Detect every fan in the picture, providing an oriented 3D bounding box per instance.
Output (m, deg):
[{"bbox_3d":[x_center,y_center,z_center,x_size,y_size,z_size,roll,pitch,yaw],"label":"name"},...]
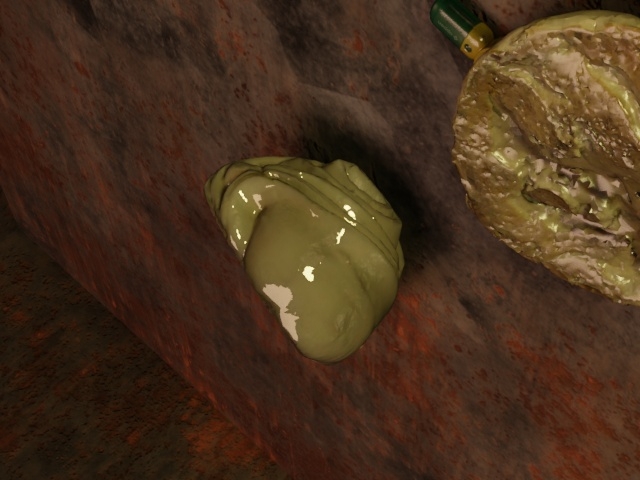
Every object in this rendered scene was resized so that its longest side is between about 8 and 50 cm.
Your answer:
[{"bbox_3d":[0.176,-0.200,1.150,0.155,0.039,0.082,45,157,10],"label":"fan"}]

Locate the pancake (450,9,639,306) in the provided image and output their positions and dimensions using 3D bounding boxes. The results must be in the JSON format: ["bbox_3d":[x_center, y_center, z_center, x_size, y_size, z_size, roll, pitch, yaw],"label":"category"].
[{"bbox_3d":[0.300,-0.062,1.067,0.386,0.082,0.387,29,151,18],"label":"pancake"}]

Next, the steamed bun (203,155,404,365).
[{"bbox_3d":[0.005,0.008,1.550,0.310,0.219,0.324,57,-176,18],"label":"steamed bun"}]
